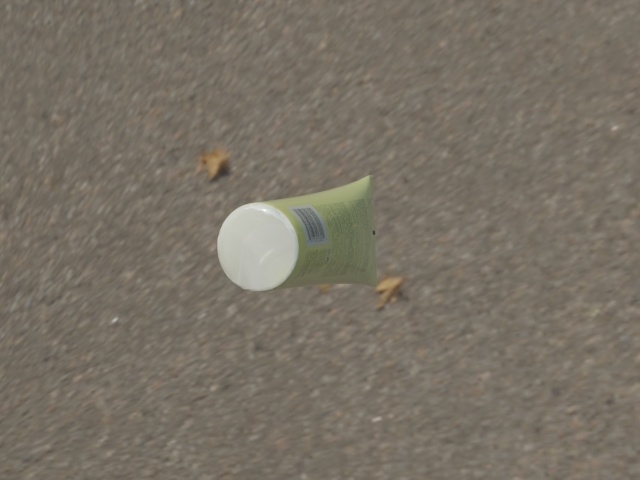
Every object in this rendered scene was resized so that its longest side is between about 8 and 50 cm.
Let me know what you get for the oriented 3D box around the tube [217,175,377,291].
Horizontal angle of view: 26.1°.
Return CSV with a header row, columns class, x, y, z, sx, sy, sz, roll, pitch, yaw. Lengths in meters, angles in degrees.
class,x,y,z,sx,sy,sz,roll,pitch,yaw
tube,0.000,0.000,1.035,0.062,0.240,0.070,41,107,15
